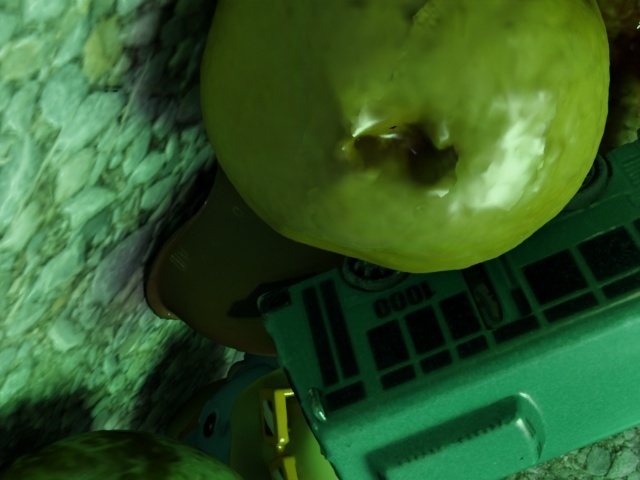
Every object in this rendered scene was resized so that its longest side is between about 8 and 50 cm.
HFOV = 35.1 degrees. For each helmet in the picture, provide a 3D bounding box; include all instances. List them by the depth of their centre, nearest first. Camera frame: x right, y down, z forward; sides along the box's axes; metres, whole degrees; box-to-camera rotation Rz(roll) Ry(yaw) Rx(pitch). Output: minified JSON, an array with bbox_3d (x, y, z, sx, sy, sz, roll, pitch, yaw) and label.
[{"bbox_3d":[0.000,0.000,0.705,0.224,0.130,0.198,-45,158,-22],"label":"helmet"}]

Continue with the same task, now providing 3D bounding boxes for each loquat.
[{"bbox_3d":[0.042,-0.085,0.519,0.208,0.208,0.208,-47,162,-21],"label":"loquat"}]

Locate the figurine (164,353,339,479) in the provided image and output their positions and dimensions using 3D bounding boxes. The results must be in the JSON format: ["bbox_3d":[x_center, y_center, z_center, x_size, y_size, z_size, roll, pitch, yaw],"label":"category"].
[{"bbox_3d":[-0.044,0.181,0.815,0.262,0.154,0.180,-47,-153,49],"label":"figurine"}]

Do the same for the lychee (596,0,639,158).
[{"bbox_3d":[0.215,-0.171,0.738,0.300,0.255,0.255,-74,-174,-52],"label":"lychee"}]

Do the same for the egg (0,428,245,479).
[{"bbox_3d":[-0.142,0.241,0.614,0.289,0.238,0.238,-13,137,-59],"label":"egg"}]

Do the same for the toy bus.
[{"bbox_3d":[0.105,0.058,0.593,0.256,0.147,0.128,-24,133,6],"label":"toy bus"}]
